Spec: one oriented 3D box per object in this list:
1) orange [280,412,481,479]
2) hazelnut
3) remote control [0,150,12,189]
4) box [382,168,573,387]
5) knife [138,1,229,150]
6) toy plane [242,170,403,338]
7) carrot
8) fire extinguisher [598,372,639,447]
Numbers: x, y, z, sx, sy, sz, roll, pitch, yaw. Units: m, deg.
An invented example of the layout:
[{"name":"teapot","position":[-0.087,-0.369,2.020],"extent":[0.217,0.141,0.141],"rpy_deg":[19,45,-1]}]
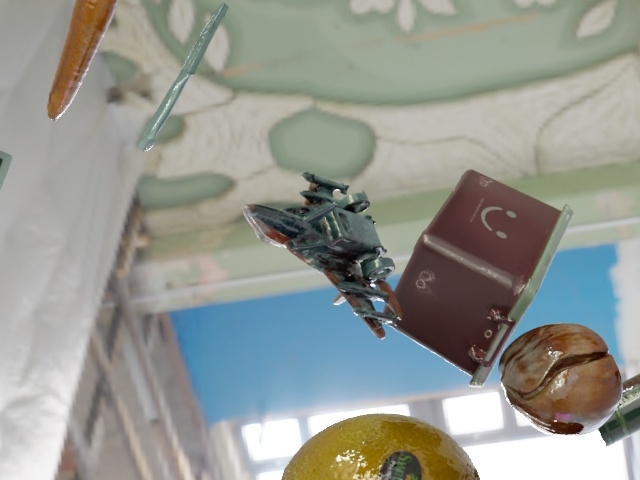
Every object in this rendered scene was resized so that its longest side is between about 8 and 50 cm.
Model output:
[{"name":"orange","position":[0.074,0.346,1.675],"extent":[0.274,0.274,0.274],"rpy_deg":[-8,-90,-84]},{"name":"hazelnut","position":[0.284,0.167,1.601],"extent":[0.154,0.143,0.143],"rpy_deg":[-118,12,-55]},{"name":"remote control","position":[-0.450,-0.104,1.624],"extent":[0.166,0.029,0.065],"rpy_deg":[26,-99,-54]},{"name":"box","position":[0.212,0.040,1.809],"extent":[0.294,0.167,0.193],"rpy_deg":[-50,-15,-58]},{"name":"knife","position":[-0.149,-0.179,1.456],"extent":[0.028,0.015,0.210],"rpy_deg":[-35,26,57]},{"name":"toy plane","position":[0.007,-0.003,1.505],"extent":[0.326,0.104,0.223],"rpy_deg":[37,-151,-64]},{"name":"carrot","position":[-0.313,-0.284,1.786],"extent":[0.062,0.066,0.271],"rpy_deg":[8,-75,-57]},{"name":"fire extinguisher","position":[0.601,0.248,2.290],"extent":[0.093,0.294,0.118],"rpy_deg":[61,-175,-14]}]
